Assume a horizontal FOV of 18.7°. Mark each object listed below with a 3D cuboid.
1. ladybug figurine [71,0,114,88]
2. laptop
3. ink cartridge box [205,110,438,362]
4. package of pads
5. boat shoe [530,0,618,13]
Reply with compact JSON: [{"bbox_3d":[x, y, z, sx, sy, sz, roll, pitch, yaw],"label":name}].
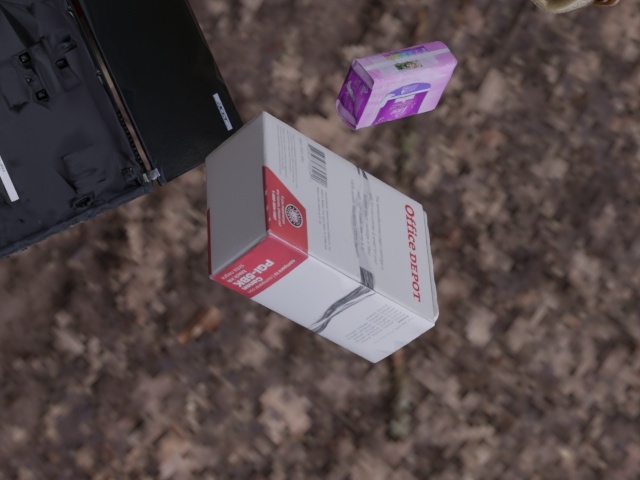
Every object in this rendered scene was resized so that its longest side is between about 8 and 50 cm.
[{"bbox_3d":[-0.312,-0.138,1.648,0.449,0.305,0.162,-42,110,-5],"label":"ladybug figurine"},{"bbox_3d":[-0.213,-0.133,1.521,0.264,0.136,0.234,-25,96,-8],"label":"laptop"},{"bbox_3d":[0.000,0.000,1.155,0.135,0.099,0.056,30,129,-33],"label":"ink cartridge box"},{"bbox_3d":[0.054,-0.110,1.379,0.083,0.032,0.050,-17,145,-36],"label":"package of pads"},{"bbox_3d":[0.167,-0.221,1.387,0.342,0.123,0.123,31,67,-72],"label":"boat shoe"}]
